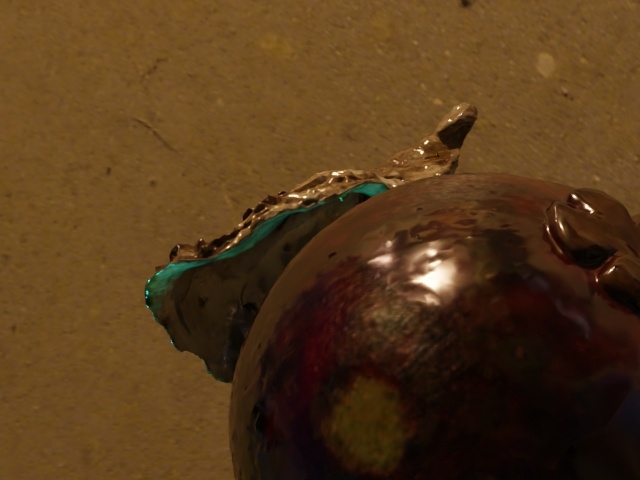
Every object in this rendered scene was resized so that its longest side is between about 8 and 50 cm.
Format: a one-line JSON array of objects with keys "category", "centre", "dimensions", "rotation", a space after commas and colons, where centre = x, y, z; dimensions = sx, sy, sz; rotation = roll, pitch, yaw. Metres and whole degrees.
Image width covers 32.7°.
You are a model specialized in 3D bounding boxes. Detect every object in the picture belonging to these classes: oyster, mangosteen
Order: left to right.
[{"category": "oyster", "centre": [0.011, 0.017, 1.036], "dimensions": [0.111, 0.396, 0.204], "rotation": [30, 134, 43]}, {"category": "mangosteen", "centre": [0.083, 0.132, 0.637], "dimensions": [0.306, 0.306, 0.359], "rotation": [47, 122, 25]}]
